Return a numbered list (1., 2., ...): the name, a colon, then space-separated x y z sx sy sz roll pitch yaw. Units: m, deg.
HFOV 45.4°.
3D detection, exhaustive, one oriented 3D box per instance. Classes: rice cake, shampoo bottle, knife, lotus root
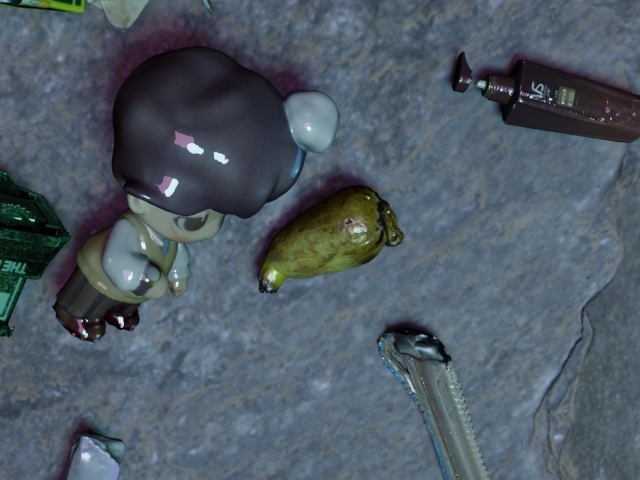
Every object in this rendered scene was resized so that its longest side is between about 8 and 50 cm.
1. rice cake: -0.338 0.425 1.003 0.070 0.064 0.399 17 100 -18
2. shampoo bottle: 0.276 -0.173 0.925 0.236 0.067 0.068 10 61 -8
3. knife: 0.174 0.268 1.027 0.089 0.043 0.365 -13 108 32
4. lotus root: 0.000 0.000 0.923 0.190 0.108 0.095 -22 76 13

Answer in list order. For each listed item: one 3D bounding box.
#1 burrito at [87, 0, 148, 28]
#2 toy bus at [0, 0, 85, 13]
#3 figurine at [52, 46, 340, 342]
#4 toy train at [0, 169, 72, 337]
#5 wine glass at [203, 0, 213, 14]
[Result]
1. burrito: -0.189 -0.346 0.853 0.087 0.060 0.226 28 97 -19
2. toy bus: -0.317 -0.375 0.790 0.128 0.150 0.262 12 102 23
3. figurine: -0.157 -0.031 0.837 0.206 0.218 0.365 35 109 33
4. toy train: -0.441 0.001 0.807 0.330 0.138 0.178 14 110 -43
5. wine glass: -0.056 -0.335 0.858 0.195 0.079 0.079 -27 103 2
